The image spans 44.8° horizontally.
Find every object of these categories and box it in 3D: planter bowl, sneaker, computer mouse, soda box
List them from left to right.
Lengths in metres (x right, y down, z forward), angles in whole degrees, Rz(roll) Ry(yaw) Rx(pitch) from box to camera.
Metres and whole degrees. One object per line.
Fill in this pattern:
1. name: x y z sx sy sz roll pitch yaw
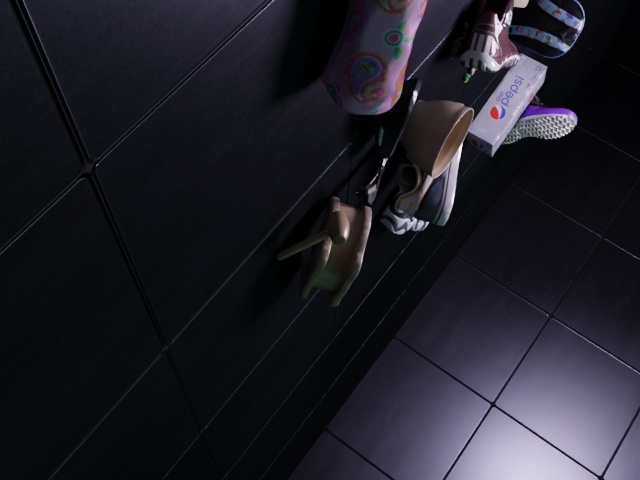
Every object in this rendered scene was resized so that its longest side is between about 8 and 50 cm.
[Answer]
1. computer mouse: 0.108 -0.176 1.413 0.262 0.060 0.184 109 3 -67
2. sneaker: 0.249 -0.107 1.935 0.235 0.094 0.153 -10 142 -55
3. sneaker: 0.246 -0.191 1.742 0.126 0.127 0.321 106 -2 -60
4. planter bowl: 0.230 -0.226 1.611 0.162 0.109 0.162 -50 161 -24
5. sneaker: 0.377 -0.451 1.631 0.281 0.106 0.162 -46 149 -62
6. soda box: 0.536 -0.389 2.238 0.286 0.091 0.098 -55 163 -6
7. sneaker: 0.632 -0.383 2.316 0.102 0.293 0.146 37 66 -36

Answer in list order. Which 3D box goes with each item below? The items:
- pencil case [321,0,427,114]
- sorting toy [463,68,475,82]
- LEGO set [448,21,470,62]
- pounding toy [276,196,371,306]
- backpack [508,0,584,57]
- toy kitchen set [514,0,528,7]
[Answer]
1. pencil case: 0.083 -0.305 1.013 0.124 0.124 0.284 -42 158 -42
2. sorting toy: 0.358 -0.410 1.811 0.083 0.012 0.062 -58 170 -6
3. LEGO set: 0.280 -0.405 1.581 0.054 0.023 0.083 66 46 -74
4. pounding toy: 0.000 0.000 1.455 0.269 0.155 0.154 118 -15 -54
5. backpack: 0.526 -0.515 1.806 0.117 0.173 0.158 -30 149 -58
6. toy kitchen set: 0.473 -0.598 1.694 0.207 0.166 0.122 -2 134 -25
